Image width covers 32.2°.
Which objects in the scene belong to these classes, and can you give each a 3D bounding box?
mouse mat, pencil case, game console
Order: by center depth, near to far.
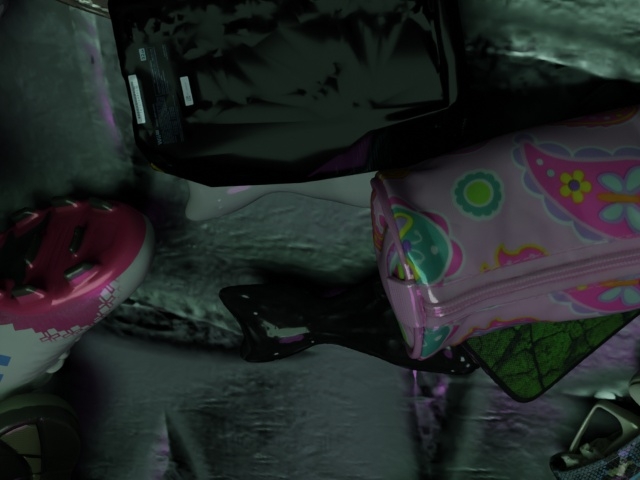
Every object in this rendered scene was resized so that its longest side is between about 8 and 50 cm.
[{"bbox_3d":[0.173,-0.014,0.654,0.284,0.124,0.124,-11,117,0],"label":"pencil case"},{"bbox_3d":[-0.034,-0.213,0.663,0.213,0.044,0.361,-6,102,14],"label":"game console"},{"bbox_3d":[0.163,0.007,0.734,0.190,0.007,0.152,-42,111,7],"label":"mouse mat"}]

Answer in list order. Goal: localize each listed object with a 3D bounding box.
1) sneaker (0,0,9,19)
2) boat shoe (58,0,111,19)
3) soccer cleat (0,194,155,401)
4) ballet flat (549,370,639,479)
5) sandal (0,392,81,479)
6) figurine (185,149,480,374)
[{"bbox_3d":[-0.315,-0.191,0.809,0.215,0.083,0.084,34,159,18],"label":"sneaker"},{"bbox_3d":[-0.229,-0.237,0.733,0.324,0.096,0.116,34,125,-2],"label":"boat shoe"},{"bbox_3d":[-0.248,0.064,0.930,0.331,0.116,0.143,-20,134,26],"label":"soccer cleat"},{"bbox_3d":[0.236,0.133,0.813,0.070,0.070,0.188,36,122,-4],"label":"ballet flat"},{"bbox_3d":[-0.292,0.212,1.033,0.303,0.120,0.086,-57,49,43],"label":"sandal"},{"bbox_3d":[0.000,0.000,0.805,0.209,0.092,0.215,-6,117,27],"label":"figurine"}]
